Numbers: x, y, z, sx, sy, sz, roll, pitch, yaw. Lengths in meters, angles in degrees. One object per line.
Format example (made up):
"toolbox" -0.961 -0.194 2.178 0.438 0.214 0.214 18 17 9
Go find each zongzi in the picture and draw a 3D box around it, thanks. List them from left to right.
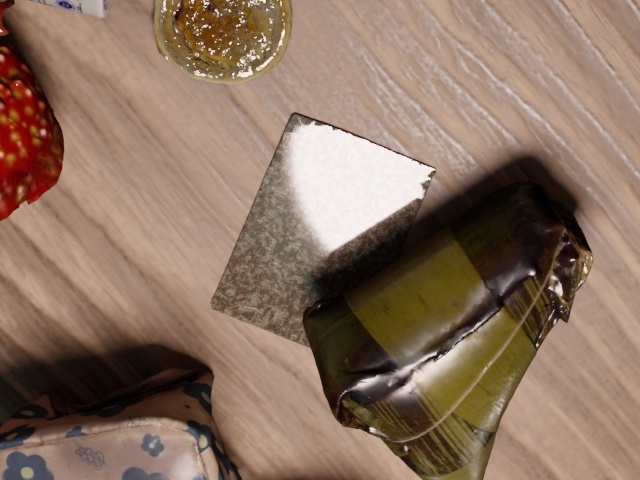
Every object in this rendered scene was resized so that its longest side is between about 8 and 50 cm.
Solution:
"zongzi" 0.178 0.124 1.380 0.289 0.154 0.317 -33 125 11

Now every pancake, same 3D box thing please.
"pancake" -0.094 -0.215 1.314 0.139 0.022 0.139 1 110 3

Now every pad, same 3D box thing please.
"pad" 0.000 0.000 1.399 0.158 0.003 0.235 22 111 -4

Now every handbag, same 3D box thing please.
"handbag" -0.206 0.235 1.405 0.251 0.193 0.190 -8 104 9

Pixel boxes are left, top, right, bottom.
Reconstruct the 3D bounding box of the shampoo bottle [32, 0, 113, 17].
"shampoo bottle" -0.337 -0.286 1.271 0.303 0.092 0.092 14 111 0

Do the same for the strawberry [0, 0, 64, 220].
"strawberry" -0.415 -0.141 1.257 0.343 0.292 0.292 -7 111 -12
